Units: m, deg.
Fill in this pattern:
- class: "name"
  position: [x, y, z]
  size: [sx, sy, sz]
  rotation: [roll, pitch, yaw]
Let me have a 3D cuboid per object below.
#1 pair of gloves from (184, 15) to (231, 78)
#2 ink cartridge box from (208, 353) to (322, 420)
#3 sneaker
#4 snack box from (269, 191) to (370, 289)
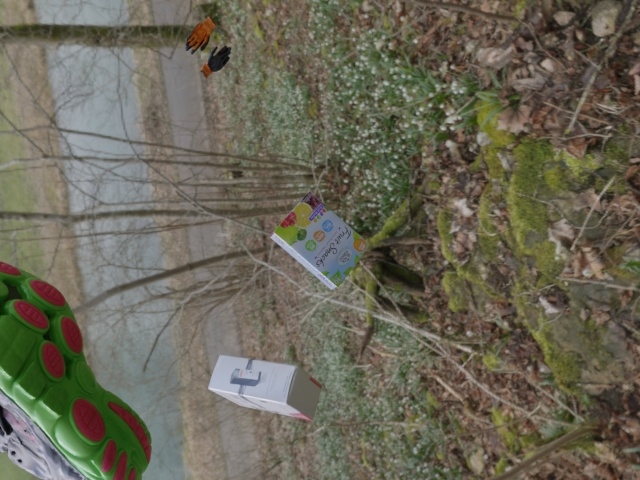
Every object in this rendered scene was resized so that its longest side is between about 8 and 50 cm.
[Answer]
- class: "pair of gloves"
  position: [-0.195, -0.336, 0.784]
  size: [0.010, 0.083, 0.074]
  rotation: [26, 72, 38]
- class: "ink cartridge box"
  position: [-0.130, 0.349, 1.068]
  size: [0.217, 0.159, 0.092]
  rotation: [2, 58, 27]
- class: "sneaker"
  position: [-0.474, 0.256, 0.734]
  size: [0.202, 0.185, 0.483]
  rotation: [-19, 107, 10]
- class: "snack box"
  position: [0.000, 0.000, 0.763]
  size: [0.141, 0.100, 0.037]
  rotation: [41, 159, -4]
